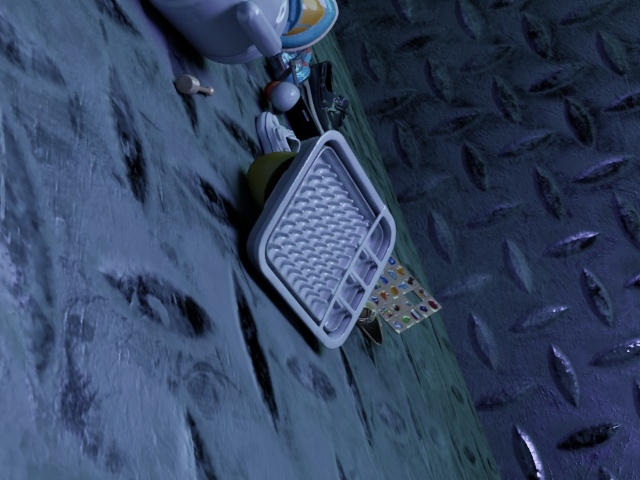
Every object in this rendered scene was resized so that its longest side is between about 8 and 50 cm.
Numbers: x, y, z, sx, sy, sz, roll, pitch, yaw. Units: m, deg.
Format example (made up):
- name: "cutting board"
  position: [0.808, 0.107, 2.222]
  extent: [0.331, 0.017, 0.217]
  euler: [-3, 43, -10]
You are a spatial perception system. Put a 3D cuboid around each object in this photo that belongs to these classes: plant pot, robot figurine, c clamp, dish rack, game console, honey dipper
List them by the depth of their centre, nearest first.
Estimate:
- name: "honey dipper"
  position: [-0.204, -0.257, 1.381]
  extent: [0.160, 0.030, 0.030]
  euler: [-39, 105, -79]
- name: "robot figurine"
  position: [-0.178, -0.434, 1.411]
  extent: [0.300, 0.200, 0.353]
  euler: [51, 5, 24]
- name: "dish rack"
  position: [0.000, 0.000, 1.430]
  extent: [0.285, 0.072, 0.333]
  euler: [-60, 141, -22]
- name: "plant pot"
  position: [-0.076, -0.105, 1.459]
  extent: [0.095, 0.134, 0.134]
  euler: [32, -15, 42]
- name: "c clamp"
  position: [-0.074, -0.378, 1.965]
  extent: [0.022, 0.137, 0.161]
  euler: [27, 39, -32]
- name: "game console"
  position: [-0.050, -0.322, 2.095]
  extent: [0.071, 0.107, 0.122]
  euler: [-47, 116, -46]

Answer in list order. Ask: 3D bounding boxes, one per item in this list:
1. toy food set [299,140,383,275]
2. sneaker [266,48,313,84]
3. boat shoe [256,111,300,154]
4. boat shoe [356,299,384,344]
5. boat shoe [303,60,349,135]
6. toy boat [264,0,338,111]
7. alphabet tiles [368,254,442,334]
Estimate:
- name: "toy food set"
  position: [0.049, -0.071, 1.954]
  extent: [0.306, 0.092, 0.220]
  euler: [50, 20, -40]
- name: "sneaker"
  position: [-0.089, -0.494, 2.163]
  extent: [0.125, 0.104, 0.262]
  euler: [53, 12, -27]
- name: "boat shoe"
  position: [-0.076, -0.191, 1.706]
  extent: [0.083, 0.076, 0.226]
  euler: [53, 18, -49]
- name: "boat shoe"
  position: [0.112, 0.187, 1.882]
  extent: [0.153, 0.056, 0.048]
  euler: [64, 5, -51]
- name: "boat shoe"
  position: [0.032, -0.419, 2.524]
  extent: [0.127, 0.113, 0.340]
  euler: [52, 19, -53]
- name: "toy boat"
  position: [-0.085, -0.454, 1.839]
  extent: [0.148, 0.267, 0.318]
  euler: [-136, -135, -66]
- name: "alphabet tiles"
  position: [0.165, 0.111, 2.010]
  extent: [0.237, 0.009, 0.198]
  euler: [47, 39, 19]
